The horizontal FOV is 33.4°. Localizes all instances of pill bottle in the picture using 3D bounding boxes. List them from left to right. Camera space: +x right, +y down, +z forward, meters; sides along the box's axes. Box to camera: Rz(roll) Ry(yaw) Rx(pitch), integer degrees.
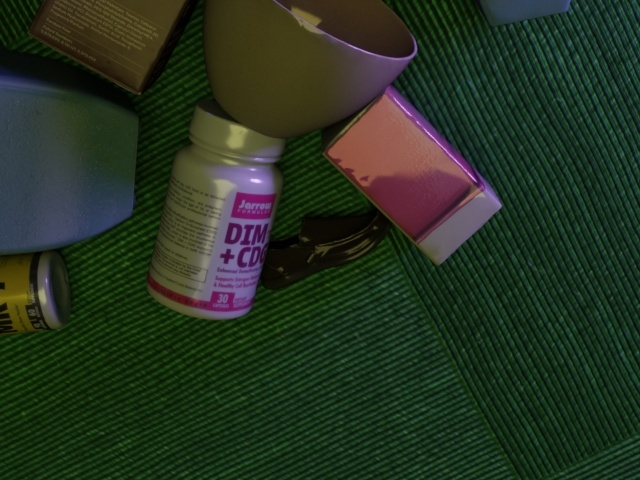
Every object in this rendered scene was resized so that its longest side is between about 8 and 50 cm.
[{"bbox_3d":[-0.487,0.083,1.583,0.208,0.119,0.119,-7,108,3],"label":"pill bottle"},{"bbox_3d":[-0.143,-0.044,1.515,0.160,0.160,0.283,14,108,-4],"label":"pill bottle"}]

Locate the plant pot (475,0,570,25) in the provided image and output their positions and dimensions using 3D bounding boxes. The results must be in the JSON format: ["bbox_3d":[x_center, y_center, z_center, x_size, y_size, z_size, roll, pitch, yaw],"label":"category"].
[{"bbox_3d":[0.253,-0.414,1.398,0.166,0.165,0.234,-11,115,4],"label":"plant pot"}]

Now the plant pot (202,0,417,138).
[{"bbox_3d":[-0.043,-0.246,1.401,0.284,0.284,0.191,30,117,-9],"label":"plant pot"}]

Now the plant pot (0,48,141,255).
[{"bbox_3d":[-0.381,-0.121,1.459,0.252,0.248,0.247,3,108,-17],"label":"plant pot"}]

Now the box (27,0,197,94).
[{"bbox_3d":[-0.254,-0.330,1.419,0.167,0.168,0.203,29,107,-8],"label":"box"}]

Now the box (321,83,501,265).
[{"bbox_3d":[0.124,-0.102,1.501,0.232,0.148,0.127,43,103,-13],"label":"box"}]

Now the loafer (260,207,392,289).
[{"bbox_3d":[0.000,0.000,1.571,0.220,0.080,0.078,-25,107,8],"label":"loafer"}]
